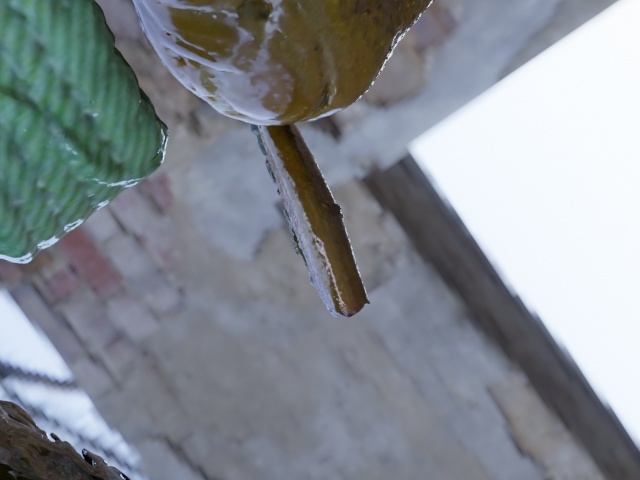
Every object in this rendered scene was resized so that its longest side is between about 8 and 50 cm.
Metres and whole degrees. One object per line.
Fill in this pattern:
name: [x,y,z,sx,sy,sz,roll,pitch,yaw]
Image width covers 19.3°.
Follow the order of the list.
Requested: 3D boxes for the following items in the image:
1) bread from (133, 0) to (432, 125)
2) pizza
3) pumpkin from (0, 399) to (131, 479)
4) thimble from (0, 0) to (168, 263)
bread: [0.000,-0.269,1.263,0.148,0.337,0.328,19,152,26]
pizza: [0.000,0.000,1.389,0.176,0.036,0.184,74,174,-56]
pumpkin: [-0.280,0.263,1.249,0.454,0.454,0.344,44,-125,-39]
thimble: [-0.200,-0.096,1.087,0.219,0.150,0.219,53,172,10]
